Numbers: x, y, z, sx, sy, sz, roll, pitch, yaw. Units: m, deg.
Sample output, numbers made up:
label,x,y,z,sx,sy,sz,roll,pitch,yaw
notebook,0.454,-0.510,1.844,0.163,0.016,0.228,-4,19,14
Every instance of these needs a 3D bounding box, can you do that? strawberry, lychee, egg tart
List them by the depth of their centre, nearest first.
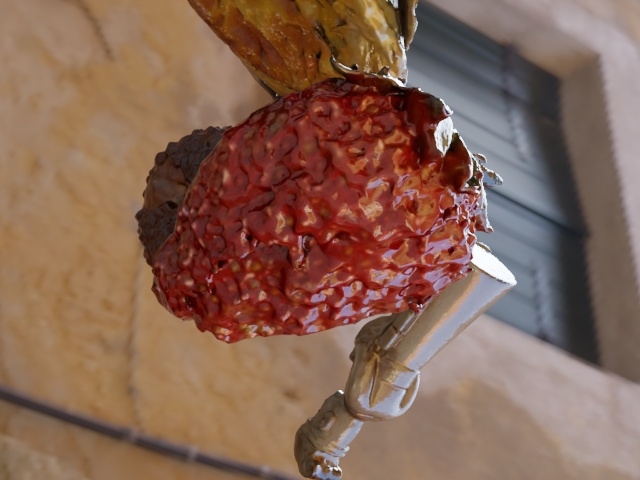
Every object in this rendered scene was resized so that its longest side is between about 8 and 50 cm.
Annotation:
label,x,y,z,sx,sy,sz,roll,pitch,yaw
strawberry,-0.012,-0.006,1.179,0.228,0.174,0.098,-20,-133,12
egg tart,-0.012,-0.232,1.735,0.132,0.297,0.297,-37,-151,-27
lychee,-0.080,-0.017,1.913,0.188,0.188,0.188,-26,-127,39

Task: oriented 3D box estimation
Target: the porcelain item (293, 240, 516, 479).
label,x,y,z,sx,sy,sz,roll,pitch,yaw
porcelain item,0.053,0.091,1.480,0.213,0.084,0.054,-50,-130,16
